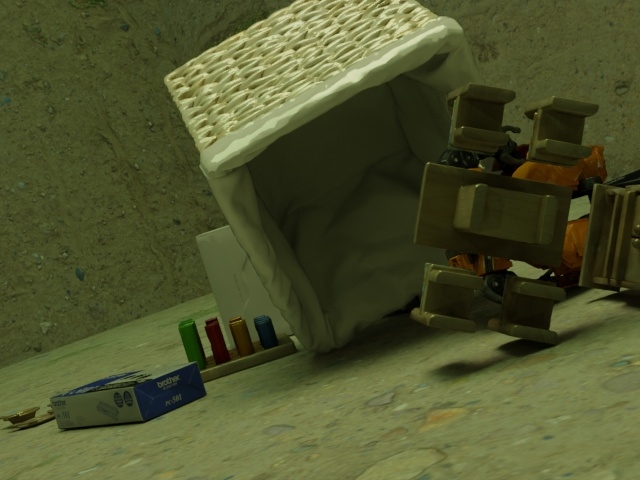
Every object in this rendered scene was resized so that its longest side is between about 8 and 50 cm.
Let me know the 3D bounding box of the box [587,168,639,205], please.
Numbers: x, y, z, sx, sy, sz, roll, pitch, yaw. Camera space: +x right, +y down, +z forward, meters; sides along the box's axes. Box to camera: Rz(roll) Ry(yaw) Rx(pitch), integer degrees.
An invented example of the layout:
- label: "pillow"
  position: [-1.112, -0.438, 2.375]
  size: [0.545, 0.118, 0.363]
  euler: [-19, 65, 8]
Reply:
- label: "box"
  position: [0.490, -0.064, 1.256]
  size: [0.261, 0.103, 0.184]
  euler: [-19, 5, -38]

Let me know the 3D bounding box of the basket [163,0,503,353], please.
- label: "basket"
  position: [0.024, -0.104, 1.250]
  size: [0.331, 0.328, 0.266]
  euler: [-31, 39, -4]

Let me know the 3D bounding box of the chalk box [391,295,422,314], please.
- label: "chalk box"
  position: [0.100, 0.036, 1.491]
  size: [0.132, 0.132, 0.213]
  euler: [-19, 4, -39]

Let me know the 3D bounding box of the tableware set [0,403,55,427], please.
- label: "tableware set"
  position: [-0.398, 0.249, 1.513]
  size: [0.169, 0.020, 0.141]
  euler: [-18, 2, -40]

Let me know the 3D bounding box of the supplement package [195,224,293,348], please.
- label: "supplement package"
  position: [-0.065, 0.049, 1.669]
  size: [0.149, 0.194, 0.203]
  euler: [-15, 3, 34]

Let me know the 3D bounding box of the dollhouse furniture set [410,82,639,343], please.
- label: "dollhouse furniture set"
  position: [0.205, -0.016, 0.946]
  size: [0.242, 0.212, 0.161]
  euler: [9, 0, -7]

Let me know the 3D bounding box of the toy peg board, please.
- label: "toy peg board"
  position: [-0.127, 0.136, 1.414]
  size: [0.161, 0.079, 0.161]
  euler: [-18, 2, -7]

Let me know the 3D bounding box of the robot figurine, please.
- label: "robot figurine"
  position: [0.235, -0.024, 1.129]
  size: [0.291, 0.211, 0.085]
  euler: [-8, -13, -38]

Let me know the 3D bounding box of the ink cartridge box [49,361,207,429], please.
- label: "ink cartridge box"
  position: [-0.243, 0.194, 1.255]
  size: [0.097, 0.046, 0.207]
  euler: [-18, 1, -44]
